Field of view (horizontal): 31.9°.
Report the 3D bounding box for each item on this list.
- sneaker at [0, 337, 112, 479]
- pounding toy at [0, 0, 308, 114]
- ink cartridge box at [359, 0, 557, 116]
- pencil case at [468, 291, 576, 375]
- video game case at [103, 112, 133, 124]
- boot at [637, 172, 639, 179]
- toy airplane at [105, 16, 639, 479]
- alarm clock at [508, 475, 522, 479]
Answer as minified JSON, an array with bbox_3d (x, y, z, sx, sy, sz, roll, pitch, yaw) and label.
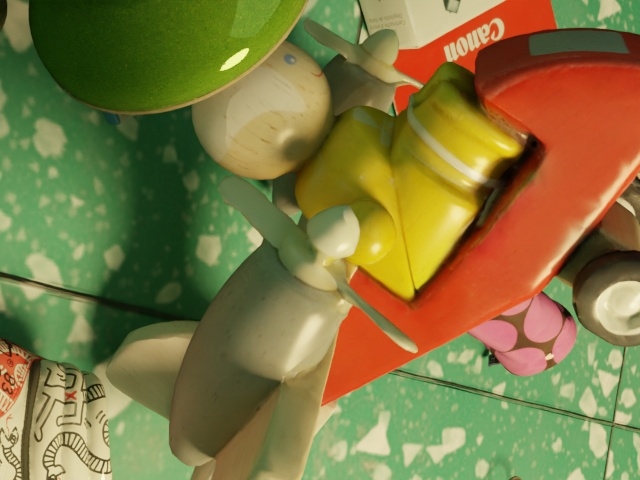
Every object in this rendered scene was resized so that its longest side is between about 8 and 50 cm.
[{"bbox_3d":[-0.204,0.193,0.665,0.145,0.090,0.270,20,69,-36],"label":"sneaker"},{"bbox_3d":[-0.125,-0.182,0.640,0.183,0.236,0.110,-64,151,-19],"label":"pounding toy"},{"bbox_3d":[0.151,-0.225,1.031,0.275,0.060,0.239,-33,113,-38],"label":"ink cartridge box"},{"bbox_3d":[0.141,0.043,1.014,0.095,0.098,0.209,-37,128,15],"label":"pencil case"},{"bbox_3d":[-0.109,-0.173,0.808,0.166,0.015,0.119,-37,121,-35],"label":"video game case"},{"bbox_3d":[0.402,-0.061,1.288,0.106,0.037,0.114,-41,116,-20],"label":"boot"},{"bbox_3d":[0.000,0.000,0.719,0.384,0.386,0.272,-45,109,-21],"label":"toy airplane"},{"bbox_3d":[0.167,0.319,1.071,0.129,0.064,0.192,33,66,-39],"label":"alarm clock"}]
